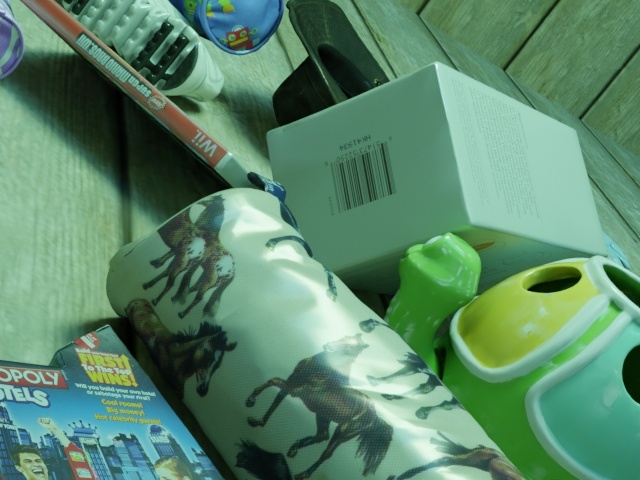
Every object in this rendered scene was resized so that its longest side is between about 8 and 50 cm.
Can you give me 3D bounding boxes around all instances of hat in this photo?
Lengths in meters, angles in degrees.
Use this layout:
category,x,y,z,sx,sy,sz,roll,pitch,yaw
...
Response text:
category,x,y,z,sx,sy,sz,roll,pitch,yaw
hat,0.025,-0.167,1.429,0.331,0.134,0.331,43,27,-29

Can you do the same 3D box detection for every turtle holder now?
category,x,y,z,sx,sy,sz,roll,pitch,yaw
turtle holder,0.214,0.119,0.997,0.320,0.227,0.243,42,22,12

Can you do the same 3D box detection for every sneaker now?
category,x,y,z,sx,sy,sz,roll,pitch,yaw
sneaker,-0.229,-0.277,1.326,0.292,0.110,0.118,51,13,21

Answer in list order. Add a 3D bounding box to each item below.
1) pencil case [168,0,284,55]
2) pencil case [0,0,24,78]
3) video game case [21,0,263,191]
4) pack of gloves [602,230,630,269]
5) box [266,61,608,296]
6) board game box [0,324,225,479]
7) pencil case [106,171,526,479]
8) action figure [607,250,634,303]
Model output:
category,x,y,z,sx,sy,sz,roll,pitch,yaw
pencil case,-0.176,-0.353,1.424,0.306,0.119,0.133,36,-16,45
pencil case,-0.349,-0.241,1.060,0.086,0.088,0.206,17,29,-36
video game case,-0.184,-0.150,1.111,0.285,0.025,0.204,41,-2,10
pack of gloves,0.435,-0.003,1.883,0.195,0.046,0.232,-9,48,-43
box,0.137,-0.045,1.148,0.345,0.215,0.168,11,65,-54
board game box,-0.151,0.130,0.635,0.194,0.060,0.194,16,29,-43
pencil case,0.023,0.134,0.761,0.184,0.159,0.410,-13,52,-45
action figure,0.548,0.108,1.628,0.341,0.178,0.330,20,21,-37
